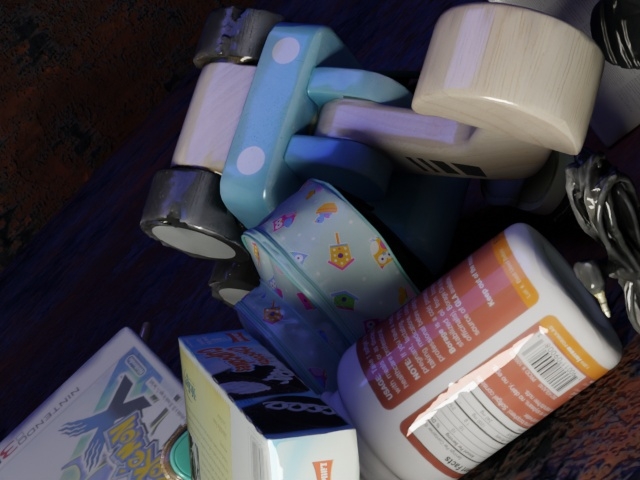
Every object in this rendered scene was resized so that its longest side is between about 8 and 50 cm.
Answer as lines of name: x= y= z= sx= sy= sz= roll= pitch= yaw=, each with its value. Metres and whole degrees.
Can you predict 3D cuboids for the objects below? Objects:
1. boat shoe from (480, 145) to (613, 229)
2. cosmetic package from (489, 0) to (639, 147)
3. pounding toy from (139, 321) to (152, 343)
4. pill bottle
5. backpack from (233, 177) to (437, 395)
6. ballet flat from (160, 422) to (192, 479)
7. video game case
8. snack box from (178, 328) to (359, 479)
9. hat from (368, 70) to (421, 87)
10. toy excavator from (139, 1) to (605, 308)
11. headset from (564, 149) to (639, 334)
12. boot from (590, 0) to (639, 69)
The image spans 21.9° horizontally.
boat shoe: x=0.195 y=-0.054 z=1.422 sx=0.228 sy=0.069 sz=0.081 roll=-123 pitch=53 yaw=-76
cosmetic package: x=0.217 y=-0.206 z=1.454 sx=0.099 sy=0.239 sz=0.060 roll=-37 pitch=14 yaw=14
pounding toy: x=-0.193 y=0.178 z=1.656 sx=0.141 sy=0.100 sz=0.130 roll=-40 pitch=15 yaw=5
pill bottle: x=0.091 y=0.095 z=1.150 sx=0.216 sy=0.121 sz=0.121 roll=-37 pitch=16 yaw=13
backpack: x=0.016 y=0.051 z=1.278 sx=0.144 sy=0.188 sz=0.166 roll=-32 pitch=22 yaw=-8
ballet flat: x=-0.053 y=0.163 z=1.351 sx=0.206 sy=0.073 sz=0.067 roll=-19 pitch=-14 yaw=-38
video game case: x=-0.221 y=0.244 z=1.491 sx=0.300 sy=0.036 sz=0.329 roll=-43 pitch=33 yaw=-7
snack box: x=-0.037 y=0.181 z=1.115 sx=0.060 sy=0.187 sz=0.322 roll=-6 pitch=9 yaw=-14
hat: x=0.034 y=-0.122 z=2.087 sx=0.209 sy=0.183 sz=0.173 roll=-2 pitch=4 yaw=-29
toy excavator: x=0.062 y=-0.080 z=1.425 sx=0.445 sy=0.433 sz=0.222 roll=7 pitch=70 yaw=27
headset: x=0.312 y=-0.005 z=0.733 sx=0.394 sy=0.185 sz=0.243 roll=-11 pitch=38 yaw=37
boot: x=0.367 y=-0.205 z=1.337 sx=0.247 sy=0.094 sz=0.207 roll=4 pitch=27 yaw=38
